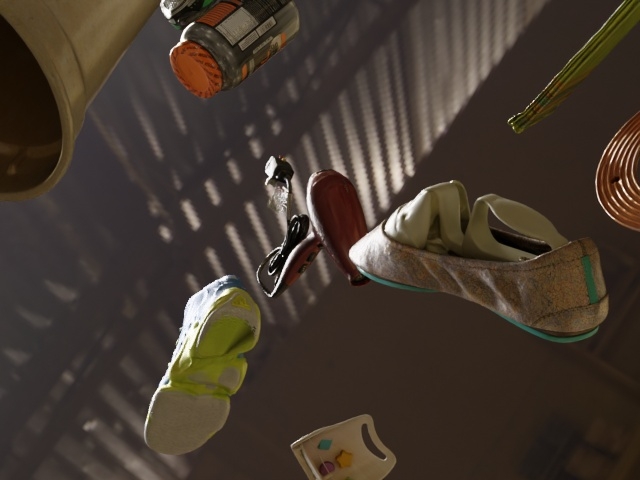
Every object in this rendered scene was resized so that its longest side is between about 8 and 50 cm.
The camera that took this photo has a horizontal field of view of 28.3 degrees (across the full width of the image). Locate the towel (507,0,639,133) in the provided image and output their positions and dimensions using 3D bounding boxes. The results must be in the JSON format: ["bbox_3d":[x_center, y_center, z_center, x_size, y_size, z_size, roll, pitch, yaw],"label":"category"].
[{"bbox_3d":[0.306,-0.213,1.423,0.102,0.021,0.237,-32,-13,-49],"label":"towel"}]

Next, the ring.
[{"bbox_3d":[0.545,-0.124,1.763,0.337,0.336,0.032,-51,-57,-22],"label":"ring"}]

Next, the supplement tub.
[{"bbox_3d":[-0.130,-0.304,1.911,0.190,0.117,0.117,-44,-22,-28],"label":"supplement tub"}]

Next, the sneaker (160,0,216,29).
[{"bbox_3d":[-0.254,-0.494,2.092,0.134,0.344,0.146,-31,-33,28],"label":"sneaker"}]

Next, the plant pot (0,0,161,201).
[{"bbox_3d":[-0.345,-0.267,1.459,0.305,0.333,0.334,-56,-15,-40],"label":"plant pot"}]

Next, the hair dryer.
[{"bbox_3d":[0.000,0.000,1.929,0.080,0.293,0.224,-4,-74,-28],"label":"hair dryer"}]

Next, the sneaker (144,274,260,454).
[{"bbox_3d":[-0.138,0.143,1.519,0.240,0.091,0.126,-56,21,26],"label":"sneaker"}]

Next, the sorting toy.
[{"bbox_3d":[0.024,0.192,1.111,0.075,0.083,0.045,-31,4,-8],"label":"sorting toy"}]

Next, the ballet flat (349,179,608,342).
[{"bbox_3d":[0.142,0.002,1.195,0.107,0.316,0.106,-24,-64,-36],"label":"ballet flat"}]
